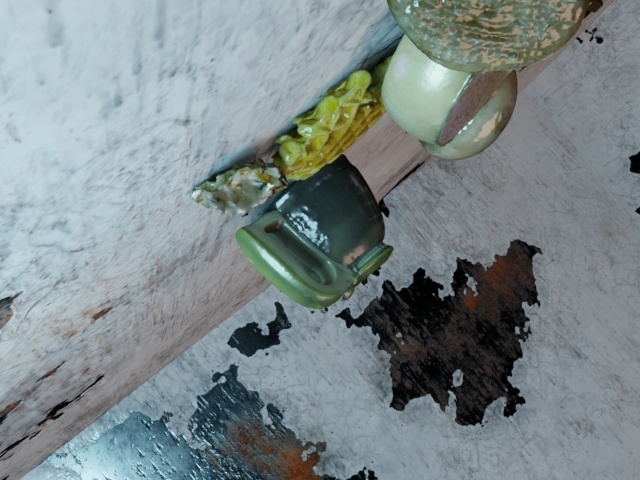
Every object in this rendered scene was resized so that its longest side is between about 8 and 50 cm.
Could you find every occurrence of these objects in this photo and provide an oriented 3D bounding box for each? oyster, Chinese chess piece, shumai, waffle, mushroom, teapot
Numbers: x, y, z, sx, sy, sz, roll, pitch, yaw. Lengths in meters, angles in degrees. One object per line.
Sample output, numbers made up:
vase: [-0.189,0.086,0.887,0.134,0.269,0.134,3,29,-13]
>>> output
oyster: [-0.100,-0.078,0.824,0.103,0.051,0.148,-36,156,21]
Chinese chess piece: [0.199,-0.257,0.825,0.270,0.112,0.270,-48,168,-14]
shumai: [0.159,-0.272,0.604,0.161,0.210,0.152,125,-29,-53]
waffle: [0.036,-0.180,0.926,0.261,0.056,0.250,-43,175,8]
mushroom: [0.247,-0.257,1.105,0.178,0.226,0.226,7,152,-22]
teapot: [0.018,-0.015,1.171,0.239,0.239,0.321,-42,173,9]

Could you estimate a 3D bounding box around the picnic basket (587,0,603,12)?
picnic basket: [0.419,-0.438,1.023,0.179,0.128,0.138,-8,155,-46]
